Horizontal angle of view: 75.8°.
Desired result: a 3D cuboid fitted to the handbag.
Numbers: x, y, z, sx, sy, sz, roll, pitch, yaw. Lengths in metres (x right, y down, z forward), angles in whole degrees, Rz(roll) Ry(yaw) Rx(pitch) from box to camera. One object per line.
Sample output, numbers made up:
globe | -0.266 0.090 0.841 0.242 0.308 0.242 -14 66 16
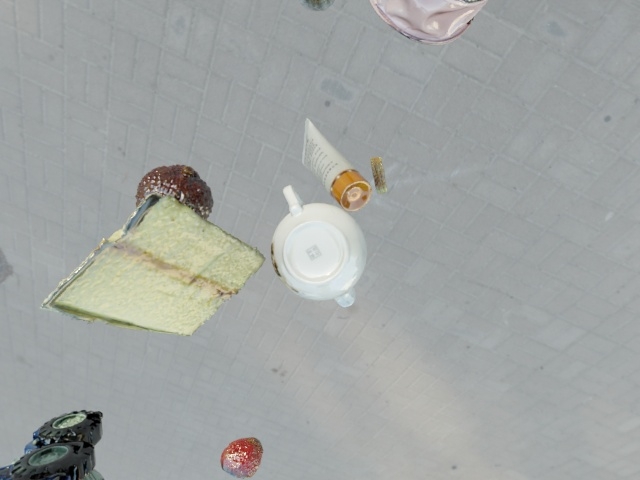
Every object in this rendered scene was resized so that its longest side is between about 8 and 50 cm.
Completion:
handbag | 0.164 -0.393 0.570 0.205 0.116 0.179 32 86 -13

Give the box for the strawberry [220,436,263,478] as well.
strawberry | -0.192 0.532 1.013 0.106 0.106 0.106 6 127 8

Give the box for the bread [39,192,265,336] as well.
bread | -0.346 0.089 0.993 0.404 0.346 0.242 34 167 -21

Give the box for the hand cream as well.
hand cream | 0.015 -0.188 1.066 0.089 0.314 0.140 -13 135 -25

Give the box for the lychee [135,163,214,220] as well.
lychee | -0.459 -0.117 1.285 0.236 0.236 0.271 36 115 -15

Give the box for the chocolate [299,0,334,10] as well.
chocolate | -0.010 -0.604 0.983 0.110 0.248 0.110 0 118 0

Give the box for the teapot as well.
teapot | -0.007 0.013 0.883 0.204 0.139 0.298 -22 87 8

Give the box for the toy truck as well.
toy truck | -0.309 0.281 0.442 0.126 0.208 0.113 -3 92 -23

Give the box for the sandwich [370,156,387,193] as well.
sandwich | 0.176 -0.194 1.231 0.035 0.093 0.105 -10 112 11
